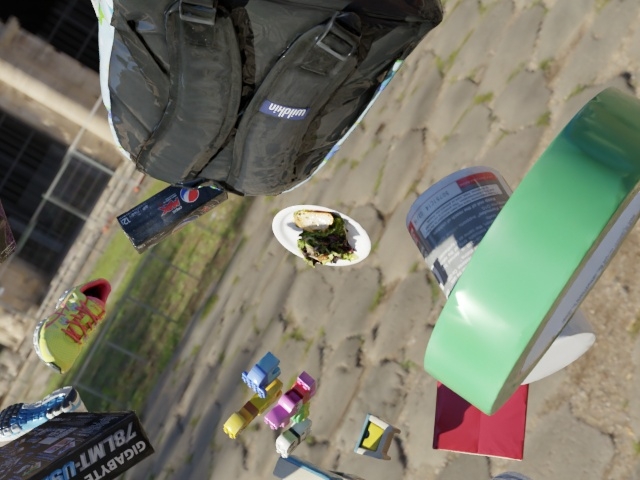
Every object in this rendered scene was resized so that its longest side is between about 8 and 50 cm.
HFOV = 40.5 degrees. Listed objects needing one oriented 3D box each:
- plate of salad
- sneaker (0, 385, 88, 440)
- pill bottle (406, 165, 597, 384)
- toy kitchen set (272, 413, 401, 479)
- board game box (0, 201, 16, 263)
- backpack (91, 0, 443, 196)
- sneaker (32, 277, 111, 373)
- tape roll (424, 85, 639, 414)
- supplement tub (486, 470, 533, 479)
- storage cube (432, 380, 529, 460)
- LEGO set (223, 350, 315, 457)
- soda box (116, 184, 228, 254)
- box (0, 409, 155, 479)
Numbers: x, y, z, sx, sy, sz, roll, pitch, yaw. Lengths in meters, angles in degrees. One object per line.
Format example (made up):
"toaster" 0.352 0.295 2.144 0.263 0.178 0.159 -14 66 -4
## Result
"plate of salad" 0.000 0.000 1.698 0.200 0.200 0.048 -38 30 51
"sneaker" -0.494 0.326 1.530 0.191 0.083 0.071 -18 37 14
"pill bottle" 0.250 0.049 1.219 0.161 0.161 0.283 -48 55 34
"toy kitchen set" 0.037 0.401 1.661 0.122 0.207 0.166 16 81 34
"board game box" -0.591 0.029 1.281 0.346 0.056 0.208 -62 -30 -48
"backpack" -0.080 -0.177 0.854 0.355 0.290 0.273 111 161 -51
"sneaker" -0.402 0.130 1.432 0.094 0.081 0.208 -31 29 23
"tape roll" 0.221 0.014 0.818 0.321 0.077 0.321 -46 -22 -25
"supplement tub" 0.390 0.663 1.979 0.272 0.191 0.191 -21 -16 -44
"storage cube" 0.333 0.334 1.799 0.215 0.184 0.193 28 -113 -79
"LEGO set" -0.070 0.221 1.103 0.093 0.087 0.227 -44 -19 -21
"soda box" -0.229 -0.050 1.355 0.169 0.060 0.053 -33 -9 -11
"box" -0.414 0.331 1.170 0.293 0.073 0.296 -31 9 -37
